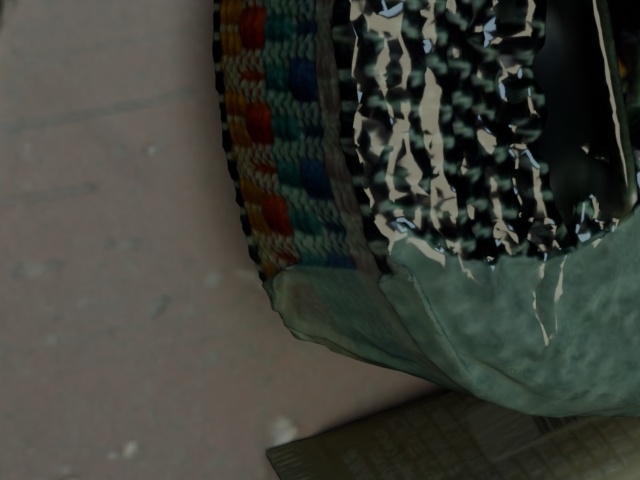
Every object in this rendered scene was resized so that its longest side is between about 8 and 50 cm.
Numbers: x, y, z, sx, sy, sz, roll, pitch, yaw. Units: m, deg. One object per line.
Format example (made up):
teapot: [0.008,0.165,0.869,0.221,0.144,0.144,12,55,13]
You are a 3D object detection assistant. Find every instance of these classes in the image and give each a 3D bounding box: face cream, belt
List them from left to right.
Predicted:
belt: [0.075,-0.059,0.545,0.207,0.150,0.257,-16,102,-21]
face cream: [0.156,0.069,0.616,0.341,0.137,0.084,-18,120,-13]
